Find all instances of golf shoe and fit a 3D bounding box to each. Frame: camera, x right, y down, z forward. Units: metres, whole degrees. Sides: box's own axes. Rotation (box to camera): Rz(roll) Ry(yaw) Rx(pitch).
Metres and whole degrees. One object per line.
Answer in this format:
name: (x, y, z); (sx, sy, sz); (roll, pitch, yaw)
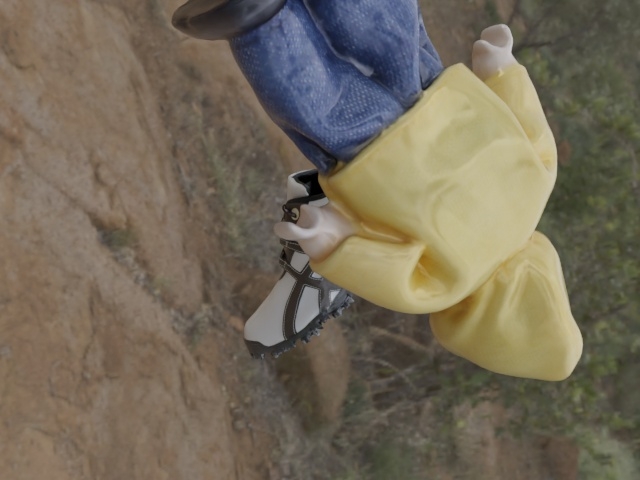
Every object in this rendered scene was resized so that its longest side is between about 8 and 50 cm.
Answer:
golf shoe: (0.000, 0.000, 0.615); (0.094, 0.198, 0.077); (44, 24, -6)

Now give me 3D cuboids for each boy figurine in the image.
boy figurine: (0.058, -0.039, 0.477); (0.177, 0.092, 0.285); (-50, 117, -20)
